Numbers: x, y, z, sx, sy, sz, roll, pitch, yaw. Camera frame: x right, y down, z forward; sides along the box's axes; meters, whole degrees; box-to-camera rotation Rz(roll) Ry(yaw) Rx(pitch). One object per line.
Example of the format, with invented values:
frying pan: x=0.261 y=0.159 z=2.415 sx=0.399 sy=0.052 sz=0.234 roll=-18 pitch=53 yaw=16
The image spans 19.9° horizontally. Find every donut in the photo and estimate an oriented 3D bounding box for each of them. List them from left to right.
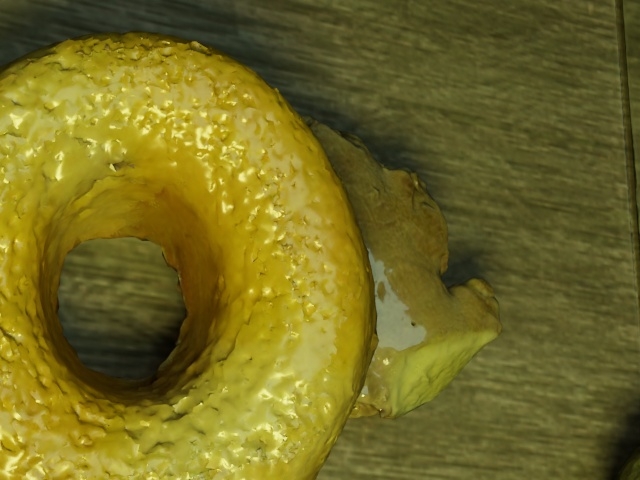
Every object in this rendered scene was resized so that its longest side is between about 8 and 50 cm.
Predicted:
donut: x=-0.093 y=0.025 z=0.879 sx=0.277 sy=0.108 sz=0.278 roll=3 pitch=79 yaw=-13

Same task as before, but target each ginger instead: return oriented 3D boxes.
ginger: x=0.004 y=-0.002 z=1.001 sx=0.213 sy=0.074 sz=0.137 roll=50 pitch=56 yaw=1

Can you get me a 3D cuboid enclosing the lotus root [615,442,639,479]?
lotus root: x=0.229 y=0.228 z=1.000 sx=0.175 sy=0.175 sz=0.350 roll=10 pitch=64 yaw=-27
